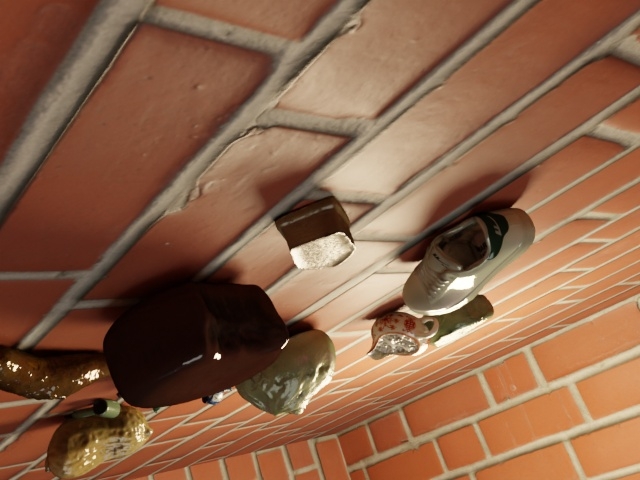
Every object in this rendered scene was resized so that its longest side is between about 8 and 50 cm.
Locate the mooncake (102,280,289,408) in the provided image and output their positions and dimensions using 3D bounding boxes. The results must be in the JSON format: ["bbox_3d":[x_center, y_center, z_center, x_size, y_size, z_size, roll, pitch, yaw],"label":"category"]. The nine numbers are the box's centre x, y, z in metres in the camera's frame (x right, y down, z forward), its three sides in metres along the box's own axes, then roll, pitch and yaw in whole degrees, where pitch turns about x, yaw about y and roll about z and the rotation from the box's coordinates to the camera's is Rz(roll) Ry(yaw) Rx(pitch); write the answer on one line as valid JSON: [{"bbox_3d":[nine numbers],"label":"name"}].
[{"bbox_3d":[-0.230,0.181,1.358,0.325,0.174,0.334,-13,156,-24],"label":"mooncake"}]

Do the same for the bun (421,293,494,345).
[{"bbox_3d":[0.373,0.214,2.060,0.221,0.108,0.221,-24,163,-8],"label":"bun"}]

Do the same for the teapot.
[{"bbox_3d":[0.226,0.252,1.994,0.245,0.159,0.116,-33,-161,49],"label":"teapot"}]

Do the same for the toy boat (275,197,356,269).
[{"bbox_3d":[0.000,0.000,1.250,0.116,0.061,0.188,-21,160,6],"label":"toy boat"}]

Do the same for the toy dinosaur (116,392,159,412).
[{"bbox_3d":[-0.430,0.376,1.828,0.120,0.079,0.292,-34,158,23],"label":"toy dinosaur"}]

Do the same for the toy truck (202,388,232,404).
[{"bbox_3d":[-0.287,0.413,2.042,0.090,0.073,0.056,-33,156,36],"label":"toy truck"}]

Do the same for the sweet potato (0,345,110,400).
[{"bbox_3d":[-0.527,0.262,1.425,0.114,0.092,0.341,-42,155,12],"label":"sweet potato"}]

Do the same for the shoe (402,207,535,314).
[{"bbox_3d":[0.268,0.055,1.532,0.160,0.132,0.363,0,149,-42],"label":"shoe"}]

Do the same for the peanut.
[{"bbox_3d":[-0.604,0.526,1.976,0.291,0.159,0.143,-15,135,-40],"label":"peanut"}]

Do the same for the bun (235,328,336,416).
[{"bbox_3d":[-0.073,0.351,1.875,0.283,0.179,0.283,-28,169,-6],"label":"bun"}]

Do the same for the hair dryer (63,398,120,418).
[{"bbox_3d":[-0.605,0.444,1.917,0.150,0.048,0.071,-11,159,11],"label":"hair dryer"}]
